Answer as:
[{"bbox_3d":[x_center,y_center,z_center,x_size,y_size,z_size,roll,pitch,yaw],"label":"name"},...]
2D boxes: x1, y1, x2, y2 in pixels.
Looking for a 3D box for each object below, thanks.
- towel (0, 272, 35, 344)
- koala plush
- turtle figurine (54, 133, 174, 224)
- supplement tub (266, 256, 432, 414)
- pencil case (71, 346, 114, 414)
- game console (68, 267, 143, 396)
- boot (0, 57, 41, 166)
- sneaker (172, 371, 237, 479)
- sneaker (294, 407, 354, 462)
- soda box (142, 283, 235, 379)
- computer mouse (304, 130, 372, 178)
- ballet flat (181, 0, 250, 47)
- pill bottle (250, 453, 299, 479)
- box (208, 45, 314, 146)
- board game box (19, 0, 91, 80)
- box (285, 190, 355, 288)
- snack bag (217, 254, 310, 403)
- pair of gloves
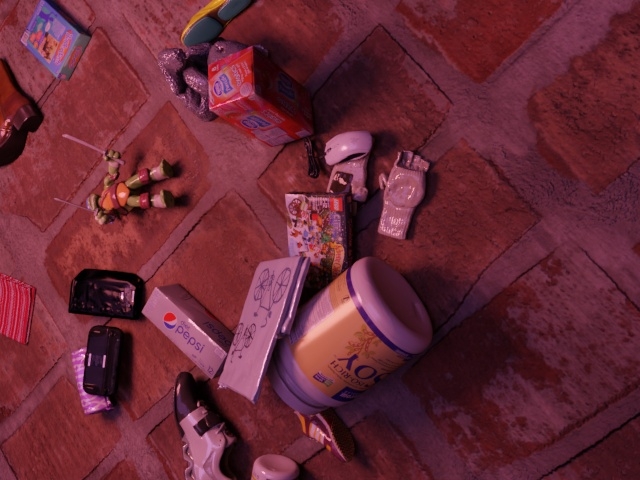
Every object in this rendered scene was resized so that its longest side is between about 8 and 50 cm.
[{"bbox_3d":[-1.050,0.210,2.148,0.275,0.031,0.198,15,99,26],"label":"towel"},{"bbox_3d":[-0.247,-0.423,1.635,0.221,0.196,0.203,-18,103,26],"label":"koala plush"},{"bbox_3d":[-0.549,-0.146,1.765,0.267,0.197,0.274,-10,130,10],"label":"turtle figurine"},{"bbox_3d":[0.056,0.220,1.463,0.331,0.241,0.241,-41,74,23],"label":"supplement tub"},{"bbox_3d":[-0.672,0.413,1.928,0.088,0.086,0.206,-22,81,27],"label":"pencil case"},{"bbox_3d":[-0.632,0.265,1.883,0.213,0.044,0.361,5,86,14],"label":"game console"},{"bbox_3d":[-1.045,-0.404,2.088,0.264,0.096,0.280,-47,71,21],"label":"boot"},{"bbox_3d":[-0.296,0.502,1.736,0.146,0.122,0.330,-15,84,9],"label":"sneaker"},{"bbox_3d":[0.009,0.469,1.598,0.084,0.070,0.185,-47,65,30],"label":"sneaker"},{"bbox_3d":[-0.337,0.237,1.744,0.286,0.098,0.091,38,109,21],"label":"soda box"},{"bbox_3d":[0.035,-0.217,1.540,0.193,0.042,0.105,-15,70,38],"label":"computer mouse"},{"bbox_3d":[-0.273,-0.594,1.706,0.231,0.077,0.077,-32,56,22],"label":"ballet flat"},{"bbox_3d":[-0.126,0.658,1.639,0.117,0.117,0.214,14,97,26],"label":"pill bottle"},{"bbox_3d":[-0.134,-0.327,1.523,0.128,0.257,0.122,-14,71,27],"label":"box"},{"bbox_3d":[-0.807,-0.611,1.985,0.210,0.047,0.160,44,109,20],"label":"board game box"},{"bbox_3d":[0.000,0.000,1.568,0.159,0.044,0.232,4,105,28],"label":"box"},{"bbox_3d":[-0.136,0.200,1.514,0.323,0.037,0.342,-11,59,67],"label":"snack bag"},{"bbox_3d":[0.128,-0.130,1.525,0.240,0.042,0.204,26,103,23],"label":"pair of gloves"}]
